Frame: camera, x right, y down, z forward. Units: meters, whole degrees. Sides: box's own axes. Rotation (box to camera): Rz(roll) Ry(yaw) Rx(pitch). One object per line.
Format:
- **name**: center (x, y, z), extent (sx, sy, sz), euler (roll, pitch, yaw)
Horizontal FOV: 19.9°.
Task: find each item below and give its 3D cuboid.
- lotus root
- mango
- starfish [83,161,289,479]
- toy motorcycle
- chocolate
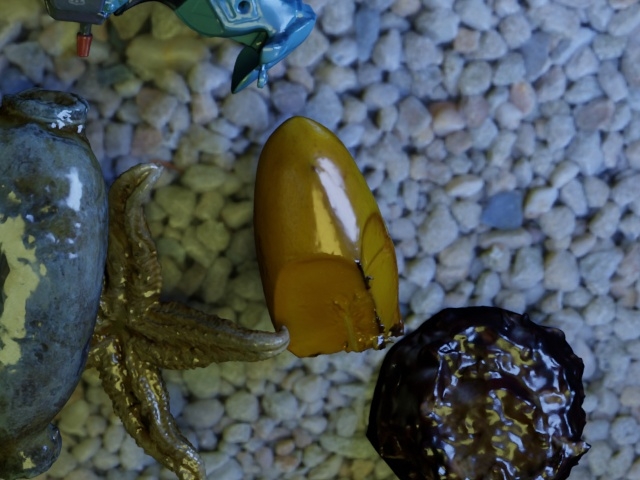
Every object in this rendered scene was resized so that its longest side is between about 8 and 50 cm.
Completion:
- **lotus root**: center (-0.272, 0.043, 1.578), extent (0.175, 0.175, 0.350), euler (3, 98, -10)
- **mango**: center (0.000, 0.000, 1.669), extent (0.126, 0.154, 0.252), euler (-10, 121, 8)
- **starfish**: center (-0.199, 0.085, 1.703), extent (0.327, 0.094, 0.375), euler (-29, 99, 20)
- **toy motorcycle**: center (-0.116, -0.221, 1.580), extent (0.272, 0.124, 0.182), euler (5, 117, -5)
- **chocolate**: center (0.168, 0.188, 1.768), extent (0.224, 0.177, 0.206), euler (-36, 114, 5)
